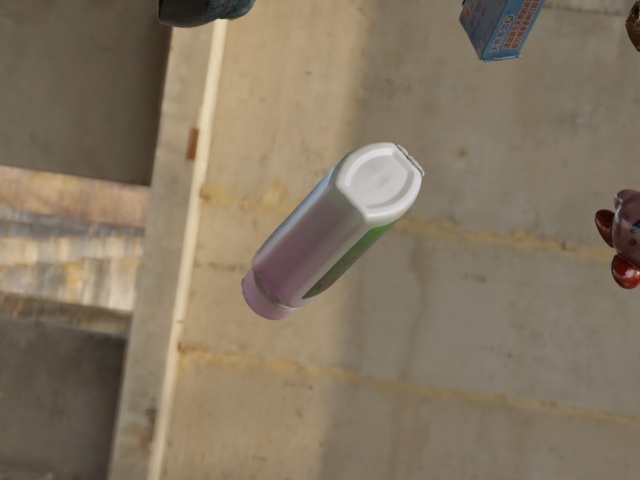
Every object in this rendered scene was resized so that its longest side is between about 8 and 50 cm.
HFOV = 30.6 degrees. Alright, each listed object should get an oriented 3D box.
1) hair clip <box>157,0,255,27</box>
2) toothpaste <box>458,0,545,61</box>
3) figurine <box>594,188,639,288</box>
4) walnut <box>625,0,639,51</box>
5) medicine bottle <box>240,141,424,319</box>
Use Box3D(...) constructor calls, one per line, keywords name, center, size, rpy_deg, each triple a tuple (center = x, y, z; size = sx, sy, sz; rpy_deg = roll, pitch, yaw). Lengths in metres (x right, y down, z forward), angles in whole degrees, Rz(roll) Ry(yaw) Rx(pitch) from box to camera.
Box3D(name="hair clip", center=(-0.061, -0.255, 0.623), size=(0.194, 0.310, 0.206), rpy_deg=(41, 33, 13))
Box3D(name="toothpaste", center=(0.199, -0.283, 1.075), size=(0.053, 0.066, 0.272), rpy_deg=(-11, -32, -23))
Box3D(name="figurine", center=(0.276, -0.009, 0.986), size=(0.067, 0.083, 0.071), rpy_deg=(-3, -30, -42))
Box3D(name="walnut", center=(0.288, -0.133, 0.623), size=(0.245, 0.137, 0.137), rpy_deg=(-3, -3, 25))
Box3D(name="medicine bottle", center=(0.000, 0.000, 1.131), size=(0.115, 0.078, 0.219), rpy_deg=(-39, -5, -47))
